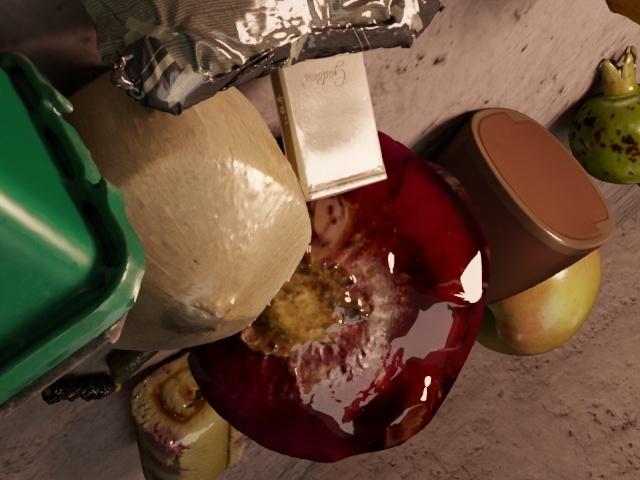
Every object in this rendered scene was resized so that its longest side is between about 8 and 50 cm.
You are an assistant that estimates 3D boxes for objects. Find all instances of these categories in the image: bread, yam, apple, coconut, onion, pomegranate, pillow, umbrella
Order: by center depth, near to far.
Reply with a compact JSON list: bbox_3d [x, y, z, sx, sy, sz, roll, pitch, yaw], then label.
[{"bbox_3d":[-0.034,-0.209,0.643,0.335,0.162,0.092,-24,-169,-32],"label":"pillow"},{"bbox_3d":[-0.135,-0.015,0.692,0.245,0.247,0.245,-12,140,-10],"label":"coconut"},{"bbox_3d":[0.000,0.067,1.018,0.398,0.398,0.420,-31,-178,-13],"label":"onion"},{"bbox_3d":[-0.346,0.218,1.155,0.037,0.040,0.144,-52,155,13],"label":"umbrella"},{"bbox_3d":[-0.273,0.167,1.157,0.094,0.043,0.043,-38,157,7],"label":"yam"},{"bbox_3d":[-0.229,0.324,1.377,0.187,0.155,0.338,-34,156,-26],"label":"bread"},{"bbox_3d":[0.559,-0.220,1.441,0.211,0.263,0.211,-16,-161,5],"label":"pomegranate"},{"bbox_3d":[0.414,0.064,1.603,0.277,0.319,0.319,-34,158,-20],"label":"apple"}]

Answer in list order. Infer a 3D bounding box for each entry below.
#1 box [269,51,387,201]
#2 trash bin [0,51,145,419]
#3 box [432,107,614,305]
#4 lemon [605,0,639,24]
[{"bbox_3d":[0.002,-0.145,0.792,0.109,0.198,0.029,-18,-169,-36],"label":"box"},{"bbox_3d":[-0.303,-0.064,0.417,0.259,0.295,0.381,-35,147,-3],"label":"trash bin"},{"bbox_3d":[0.290,-0.045,1.271,0.301,0.301,0.216,-11,153,-46],"label":"box"},{"bbox_3d":[0.442,-0.368,0.851,0.297,0.297,0.297,-30,156,-15],"label":"lemon"}]
